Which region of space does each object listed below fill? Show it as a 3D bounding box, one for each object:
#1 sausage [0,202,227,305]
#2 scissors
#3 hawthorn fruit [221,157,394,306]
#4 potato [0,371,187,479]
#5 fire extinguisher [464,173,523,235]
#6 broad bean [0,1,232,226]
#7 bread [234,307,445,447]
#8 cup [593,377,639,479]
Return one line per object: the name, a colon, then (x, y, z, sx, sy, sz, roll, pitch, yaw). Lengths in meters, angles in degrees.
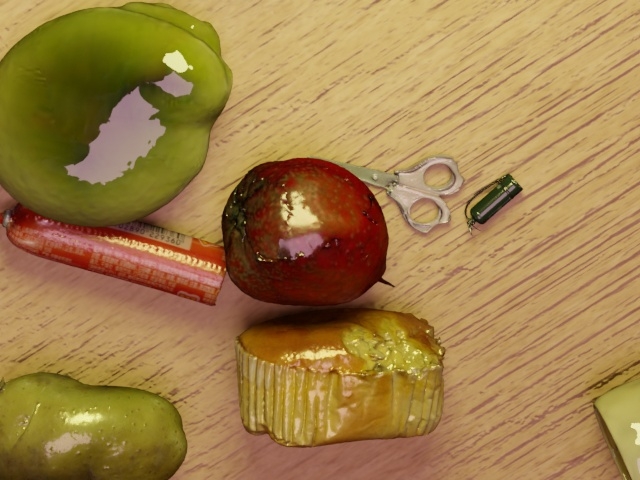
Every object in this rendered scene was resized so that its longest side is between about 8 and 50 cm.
sausage: (-0.242, 0.007, 1.507, 0.274, 0.074, 0.074, 16, 106, -11)
scissors: (0.074, -0.073, 1.544, 0.189, 0.015, 0.100, 15, 108, -9)
hawthorn fruit: (0.000, 0.000, 1.493, 0.235, 0.181, 0.181, 23, 106, -35)
potato: (-0.283, 0.236, 1.546, 0.248, 0.143, 0.169, 4, 146, -12)
fire extinguisher: (0.202, -0.045, 1.562, 0.083, 0.025, 0.038, -43, 69, 8)
broad bean: (-0.232, -0.139, 1.432, 0.291, 0.119, 0.238, -25, 101, 2)
bread: (0.024, 0.155, 1.529, 0.250, 0.179, 0.133, 0, 104, -6)
cup: (0.477, 0.269, 1.614, 0.202, 0.173, 0.255, -23, 108, 4)
